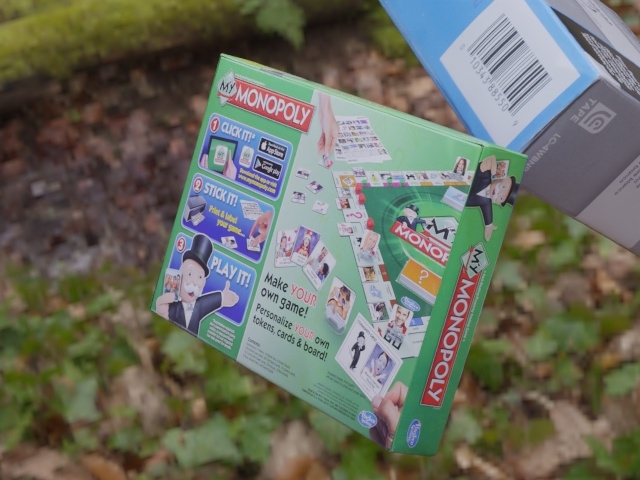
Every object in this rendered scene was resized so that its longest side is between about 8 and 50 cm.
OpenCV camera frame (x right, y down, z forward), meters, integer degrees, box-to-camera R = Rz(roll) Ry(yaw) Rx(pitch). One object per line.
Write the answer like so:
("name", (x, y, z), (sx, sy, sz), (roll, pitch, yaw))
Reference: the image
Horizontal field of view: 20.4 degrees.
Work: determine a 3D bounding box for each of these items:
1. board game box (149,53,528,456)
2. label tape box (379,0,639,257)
("board game box", (0.000, 0.000, 1.280), (0.046, 0.214, 0.317), (12, 8, -39))
("label tape box", (0.227, -0.104, 1.426), (0.115, 0.347, 0.249), (-48, 45, 19))
